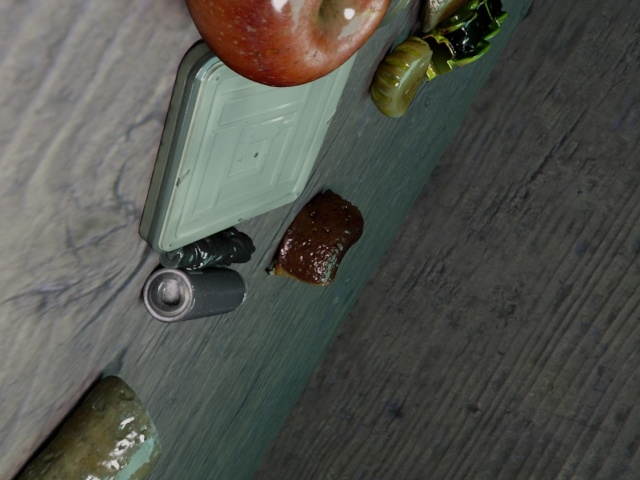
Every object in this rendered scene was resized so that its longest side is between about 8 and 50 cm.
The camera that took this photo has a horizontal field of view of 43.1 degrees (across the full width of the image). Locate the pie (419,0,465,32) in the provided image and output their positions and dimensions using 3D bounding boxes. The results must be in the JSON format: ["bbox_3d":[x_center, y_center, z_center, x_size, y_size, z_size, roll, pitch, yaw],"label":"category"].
[{"bbox_3d":[0.240,-0.467,1.530,0.163,0.079,0.193,-54,179,33],"label":"pie"}]

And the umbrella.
[{"bbox_3d":[-0.149,0.010,1.083,0.059,0.066,0.236,-64,170,9],"label":"umbrella"}]

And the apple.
[{"bbox_3d":[-0.032,-0.232,0.697,0.201,0.162,0.201,-37,153,-22],"label":"apple"}]

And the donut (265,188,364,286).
[{"bbox_3d":[-0.004,0.001,1.615,0.186,0.126,0.144,-44,155,-54],"label":"donut"}]

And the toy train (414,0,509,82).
[{"bbox_3d":[0.289,-0.440,1.673,0.161,0.100,0.296,-17,-156,36],"label":"toy train"}]

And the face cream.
[{"bbox_3d":[-0.167,0.074,1.167,0.073,0.073,0.283,-59,169,4],"label":"face cream"}]

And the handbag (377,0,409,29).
[{"bbox_3d":[0.126,-0.406,1.194,0.219,0.079,0.256,-51,173,24],"label":"handbag"}]

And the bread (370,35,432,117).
[{"bbox_3d":[0.140,-0.298,1.515,0.094,0.083,0.157,-45,161,-44],"label":"bread"}]

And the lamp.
[{"bbox_3d":[-0.082,-0.124,0.952,0.267,0.047,0.269,-26,148,-44],"label":"lamp"}]

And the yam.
[{"bbox_3d":[-0.327,0.333,1.009,0.330,0.133,0.133,-52,168,-29],"label":"yam"}]
